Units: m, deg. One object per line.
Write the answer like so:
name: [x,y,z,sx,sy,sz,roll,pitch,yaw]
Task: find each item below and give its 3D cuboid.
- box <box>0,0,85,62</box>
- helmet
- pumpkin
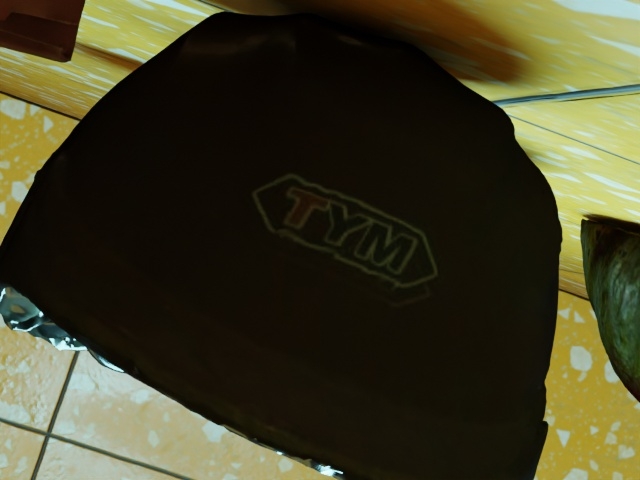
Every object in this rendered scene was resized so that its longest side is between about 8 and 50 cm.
box: [-0.171,-0.115,0.671,0.111,0.060,0.156,9,-172,-43]
helmet: [0.000,0.000,0.688,0.225,0.177,0.305,28,172,-9]
pumpkin: [0.231,0.063,1.200,0.149,0.130,0.254,18,180,23]
